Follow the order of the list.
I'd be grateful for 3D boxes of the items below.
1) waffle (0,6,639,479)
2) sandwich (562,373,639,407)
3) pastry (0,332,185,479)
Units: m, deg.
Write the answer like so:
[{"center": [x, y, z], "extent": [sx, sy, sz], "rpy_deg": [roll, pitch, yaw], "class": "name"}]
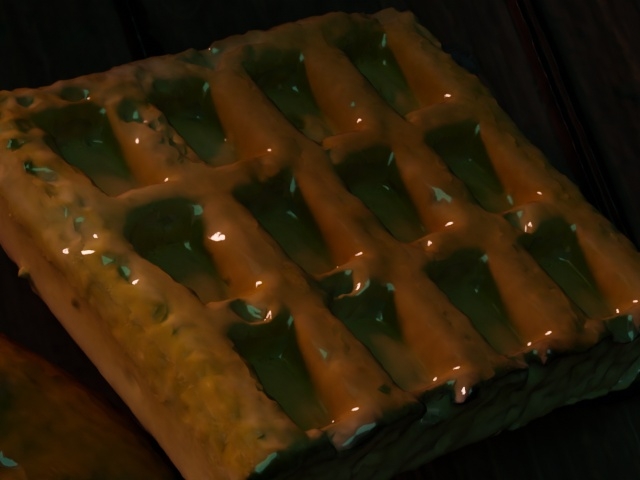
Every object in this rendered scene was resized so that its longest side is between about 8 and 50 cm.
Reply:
[{"center": [0.000, 0.000, 0.782], "extent": [0.248, 0.055, 0.221], "rpy_deg": [-17, 54, -36], "class": "waffle"}, {"center": [0.124, 0.045, 0.846], "extent": [0.101, 0.026, 0.069], "rpy_deg": [-20, 64, -17], "class": "sandwich"}, {"center": [-0.196, 0.181, 0.680], "extent": [0.356, 0.164, 0.356], "rpy_deg": [4, 68, -9], "class": "pastry"}]
